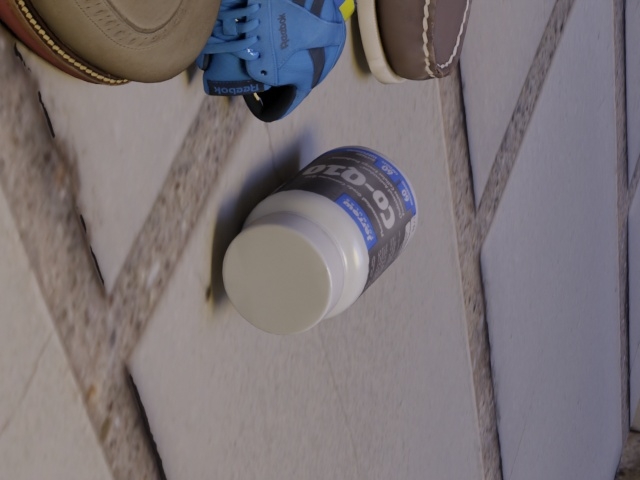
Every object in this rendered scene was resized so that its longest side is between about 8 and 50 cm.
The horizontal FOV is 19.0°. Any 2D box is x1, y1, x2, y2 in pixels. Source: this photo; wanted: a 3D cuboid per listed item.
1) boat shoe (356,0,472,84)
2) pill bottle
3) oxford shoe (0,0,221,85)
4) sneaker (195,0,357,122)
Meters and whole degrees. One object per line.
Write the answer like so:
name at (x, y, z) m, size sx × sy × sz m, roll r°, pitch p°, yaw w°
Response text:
boat shoe at (0.091, -0.252, 1.193) m, size 0.116 × 0.097 × 0.324 m, roll -22°, pitch 121°, yaw -69°
pill bottle at (0.000, 0.000, 1.093) m, size 0.137 × 0.078 × 0.078 m, roll -43°, pitch 140°, yaw -62°
oxford shoe at (-0.052, -0.144, 0.715) m, size 0.348 × 0.130 × 0.123 m, roll 90°, pitch 23°, yaw -68°
sneaker at (-0.033, -0.114, 0.936) m, size 0.082 × 0.069 × 0.209 m, roll -66°, pitch 164°, yaw -9°
